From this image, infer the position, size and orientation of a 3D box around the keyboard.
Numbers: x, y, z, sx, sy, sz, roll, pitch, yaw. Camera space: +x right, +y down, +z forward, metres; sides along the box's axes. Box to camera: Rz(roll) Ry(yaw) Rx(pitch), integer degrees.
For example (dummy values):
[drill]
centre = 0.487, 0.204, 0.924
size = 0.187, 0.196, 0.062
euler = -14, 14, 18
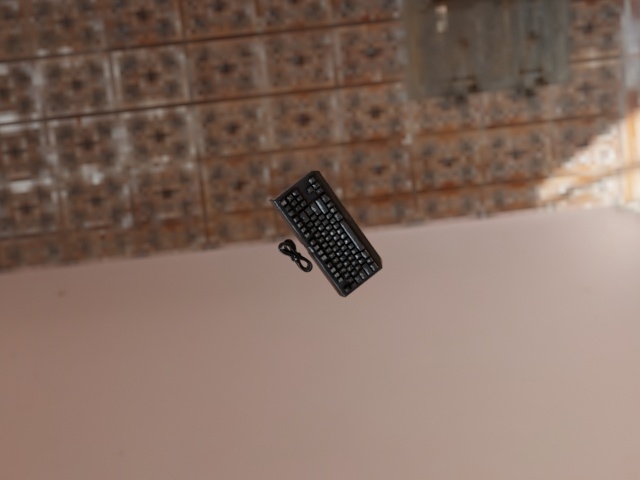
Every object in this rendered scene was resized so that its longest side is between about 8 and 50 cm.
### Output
[keyboard]
centre = 0.000, 0.000, 2.093
size = 0.180, 0.108, 0.023
euler = 54, -179, -23
